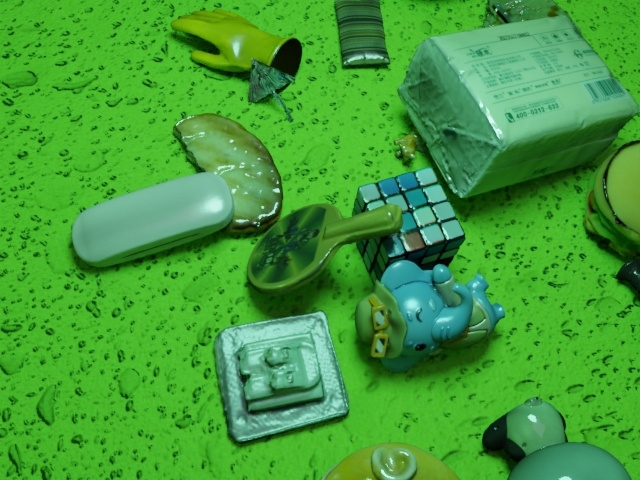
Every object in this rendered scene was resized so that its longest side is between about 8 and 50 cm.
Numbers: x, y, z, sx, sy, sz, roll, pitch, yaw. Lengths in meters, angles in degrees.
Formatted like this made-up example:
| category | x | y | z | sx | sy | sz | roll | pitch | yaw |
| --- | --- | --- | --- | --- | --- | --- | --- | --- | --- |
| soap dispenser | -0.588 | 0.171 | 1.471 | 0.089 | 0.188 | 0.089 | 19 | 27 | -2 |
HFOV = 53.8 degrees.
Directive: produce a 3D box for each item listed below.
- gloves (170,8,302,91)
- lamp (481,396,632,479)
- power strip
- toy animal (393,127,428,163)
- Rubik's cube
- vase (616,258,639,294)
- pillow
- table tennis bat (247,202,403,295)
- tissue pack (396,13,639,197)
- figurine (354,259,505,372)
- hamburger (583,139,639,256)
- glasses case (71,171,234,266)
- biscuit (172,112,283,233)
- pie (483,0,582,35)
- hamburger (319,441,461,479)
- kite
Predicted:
| category | x | y | z | sx | sy | sz | roll | pitch | yaw |
| --- | --- | --- | --- | --- | --- | --- | --- | --- | --- |
| gloves | -0.192 | -0.439 | 1.381 | 0.294 | 0.116 | 0.133 | 29 | 36 | 19 |
| lamp | 0.369 | 0.374 | 0.980 | 0.197 | 0.198 | 0.244 | -9 | 42 | -11 |
| power strip | -0.067 | 0.218 | 1.065 | 0.213 | 0.064 | 0.198 | -11 | 67 | -13 |
| toy animal | 0.197 | -0.201 | 1.313 | 0.083 | 0.061 | 0.081 | -25 | 29 | -16 |
| Rubik's cube | 0.153 | -0.019 | 1.159 | 0.151 | 0.154 | 0.155 | -15 | 65 | -13 |
| vase | 0.633 | 0.111 | 1.176 | 0.120 | 0.120 | 0.183 | -19 | 52 | -15 |
| pillow | 0.094 | -0.481 | 1.454 | 0.113 | 0.038 | 0.204 | -2 | 63 | -4 |
| table tennis bat | 0.000 | 0.000 | 1.092 | 0.320 | 0.050 | 0.198 | -17 | 40 | 33 |
| tissue pack | 0.386 | -0.278 | 1.263 | 0.380 | 0.207 | 0.297 | -15 | 66 | -24 |
| figurine | 0.187 | 0.119 | 1.089 | 0.261 | 0.180 | 0.154 | -19 | 47 | -6 |
| hamburger | 0.633 | -0.074 | 1.245 | 0.237 | 0.149 | 0.237 | 0 | 71 | -1 |
| glasses case | -0.303 | -0.039 | 1.150 | 0.296 | 0.075 | 0.113 | -18 | 67 | -3 |
| biscuit | -0.172 | -0.144 | 1.246 | 0.154 | 0.045 | 0.299 | -24 | 68 | -10 |
| pie | 0.492 | -0.519 | 1.488 | 0.201 | 0.090 | 0.248 | -31 | 66 | -16 |
| hamburger | 0.078 | 0.431 | 0.906 | 0.302 | 0.186 | 0.261 | -8 | 63 | -8 |
| kite | -0.100 | -0.312 | 1.310 | 0.157 | 0.139 | 0.011 | 55 | 46 | -20 |
